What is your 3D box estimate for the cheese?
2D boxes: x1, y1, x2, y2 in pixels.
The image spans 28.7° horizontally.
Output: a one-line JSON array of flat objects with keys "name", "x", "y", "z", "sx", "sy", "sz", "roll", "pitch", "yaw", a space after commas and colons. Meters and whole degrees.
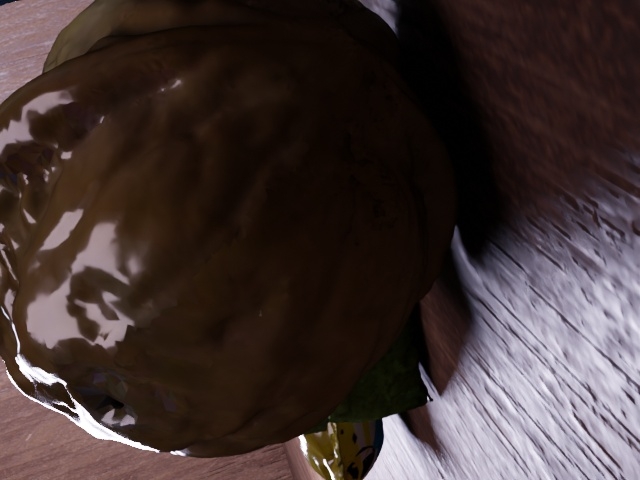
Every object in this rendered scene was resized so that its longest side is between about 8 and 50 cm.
[{"name": "cheese", "x": 0.002, "y": 0.075, "z": 0.899, "sx": 0.156, "sy": 0.064, "sz": 0.250, "roll": 83, "pitch": 176, "yaw": -54}]

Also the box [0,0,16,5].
[{"name": "box", "x": -0.112, "y": -0.163, "z": 0.473, "sx": 0.083, "sy": 0.232, "sz": 0.142, "roll": 84, "pitch": 167, "yaw": -46}]

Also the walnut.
[{"name": "walnut", "x": -0.047, "y": -0.009, "z": 0.517, "sx": 0.245, "sy": 0.198, "sz": 0.198, "roll": -44, "pitch": 61, "yaw": 49}]

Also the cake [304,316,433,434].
[{"name": "cake", "x": -0.014, "y": -0.010, "z": 0.663, "sx": 0.100, "sy": 0.099, "sz": 0.235, "roll": -121, "pitch": 15, "yaw": -53}]
